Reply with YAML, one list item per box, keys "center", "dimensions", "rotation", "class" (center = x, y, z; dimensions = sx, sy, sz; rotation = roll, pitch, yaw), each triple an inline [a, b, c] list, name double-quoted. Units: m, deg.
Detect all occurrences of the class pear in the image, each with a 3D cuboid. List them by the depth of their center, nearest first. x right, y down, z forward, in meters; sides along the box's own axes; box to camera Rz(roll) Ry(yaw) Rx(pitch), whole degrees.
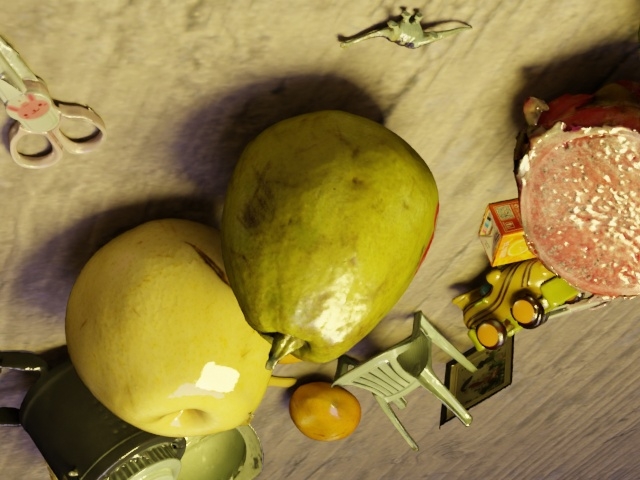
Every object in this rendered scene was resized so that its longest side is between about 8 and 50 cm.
- center: [0.000, 0.000, 1.267]
  dimensions: [0.287, 0.375, 0.287]
  rotation: [16, 151, 9]
  class: "pear"
- center: [-0.206, 0.129, 1.408]
  dimensions: [0.309, 0.309, 0.309]
  rotation: [-13, 148, -8]
  class: "pear"

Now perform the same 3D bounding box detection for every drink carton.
- center: [0.387, -0.029, 1.670]
  dimensions: [0.222, 0.071, 0.096]
  rotation: [-11, 146, -12]
  class: "drink carton"

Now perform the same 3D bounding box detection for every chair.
- center: [0.157, 0.263, 1.907]
  dimensions: [0.203, 0.190, 0.274]
  rotation: [-34, 117, 23]
  class: "chair"

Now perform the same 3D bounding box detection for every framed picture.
- center: [0.320, 0.271, 2.007]
  dimensions: [0.010, 0.199, 0.195]
  rotation: [42, 122, -17]
  class: "framed picture"

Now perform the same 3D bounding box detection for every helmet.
- center: [-0.224, 0.382, 1.927]
  dimensions: [0.257, 0.137, 0.204]
  rotation: [-15, 108, 14]
  class: "helmet"

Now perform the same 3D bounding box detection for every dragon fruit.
- center: [0.440, -0.108, 1.419]
  dimensions: [0.296, 0.263, 0.314]
  rotation: [-2, 119, 28]
  class: "dragon fruit"

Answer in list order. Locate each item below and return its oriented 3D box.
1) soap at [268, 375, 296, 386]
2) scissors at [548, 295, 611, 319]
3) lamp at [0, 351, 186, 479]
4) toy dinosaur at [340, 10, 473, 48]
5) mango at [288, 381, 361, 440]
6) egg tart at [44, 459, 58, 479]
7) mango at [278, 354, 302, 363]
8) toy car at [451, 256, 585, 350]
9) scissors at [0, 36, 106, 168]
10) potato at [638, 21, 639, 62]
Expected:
- center: [-0.086, 0.280, 1.961]
  dimensions: [0.089, 0.012, 0.034]
  rotation: [11, 138, -39]
  class: "soap"
- center: [0.528, 0.136, 2.043]
  dimensions: [0.176, 0.022, 0.085]
  rotation: [-15, 152, -12]
  class: "scissors"
- center: [-0.364, 0.324, 1.632]
  dimensions: [0.374, 0.272, 0.205]
  rotation: [2, 132, -31]
  class: "lamp"
- center: [0.113, -0.257, 1.213]
  dimensions: [0.180, 0.037, 0.058]
  rotation: [-1, 169, -14]
  class: "toy dinosaur"
- center: [0.010, 0.339, 1.973]
  dimensions: [0.144, 0.112, 0.219]
  rotation: [20, 163, -3]
  class: "mango"
- center: [-0.404, 0.382, 1.829]
  dimensions: [0.212, 0.213, 0.090]
  rotation: [-13, -175, -9]
  class: "egg tart"
- center: [-0.045, 0.176, 1.768]
  dimensions: [0.190, 0.075, 0.098]
  rotation: [-10, 154, -25]
  class: "mango"
- center: [0.354, 0.092, 1.770]
  dimensions: [0.248, 0.142, 0.200]
  rotation: [-39, 167, 34]
  class: "toy car"
- center: [-0.337, -0.160, 1.135]
  dimensions: [0.118, 0.030, 0.242]
  rotation: [-19, 152, 2]
  class: "scissors"
- center: [0.520, -0.291, 1.208]
  dimensions: [0.215, 0.216, 0.304]
  rotation: [4, 129, -31]
  class: "potato"
